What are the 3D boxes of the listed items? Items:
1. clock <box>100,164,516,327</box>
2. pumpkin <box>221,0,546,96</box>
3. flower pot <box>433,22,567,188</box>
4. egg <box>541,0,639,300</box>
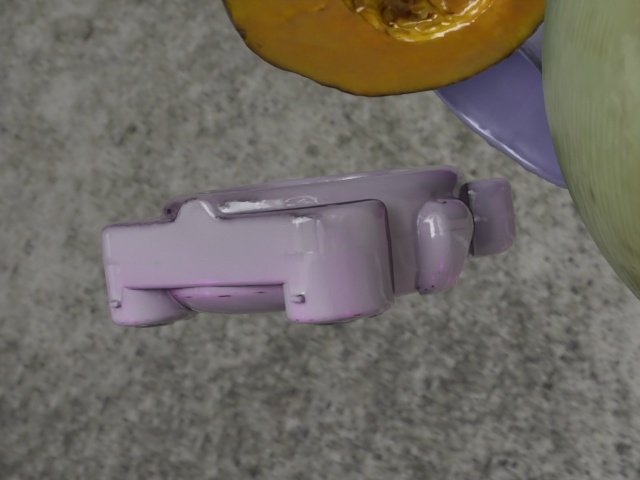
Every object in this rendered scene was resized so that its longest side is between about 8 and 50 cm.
[{"bbox_3d":[0.000,0.000,1.381,0.295,0.322,0.113,-4,95,40],"label":"clock"},{"bbox_3d":[0.066,-0.199,0.776,0.280,0.190,0.139,-31,40,32],"label":"pumpkin"},{"bbox_3d":[0.218,-0.212,1.325,0.243,0.265,0.265,-43,48,-8],"label":"flower pot"},{"bbox_3d":[0.186,-0.072,0.517,0.218,0.218,0.295,-27,17,25],"label":"egg"}]
